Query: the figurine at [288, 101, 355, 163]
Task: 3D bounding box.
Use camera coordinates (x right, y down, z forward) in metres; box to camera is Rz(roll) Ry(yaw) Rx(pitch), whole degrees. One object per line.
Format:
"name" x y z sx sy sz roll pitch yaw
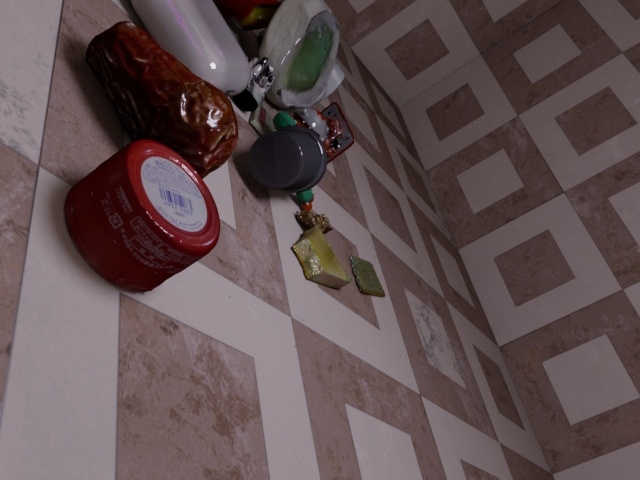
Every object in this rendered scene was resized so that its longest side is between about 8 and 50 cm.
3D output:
"figurine" -0.026 -0.387 2.149 0.226 0.160 0.184 1 59 -56

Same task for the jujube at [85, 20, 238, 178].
"jujube" -0.316 -0.280 1.247 0.342 0.216 0.216 45 21 -3

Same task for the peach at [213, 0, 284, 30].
"peach" -0.244 -0.883 2.117 0.281 0.281 0.339 27 37 -56

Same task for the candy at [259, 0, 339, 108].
"candy" -0.069 -0.640 2.145 0.186 0.387 0.427 24 10 21

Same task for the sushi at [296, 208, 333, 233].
"sushi" -0.016 -0.051 1.763 0.060 0.117 0.062 72 32 -70

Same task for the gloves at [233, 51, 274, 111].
"gloves" -0.212 -0.482 1.879 0.127 0.111 0.212 24 36 -18

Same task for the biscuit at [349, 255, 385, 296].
"biscuit" 0.148 0.115 2.014 0.203 0.016 0.144 21 43 -61

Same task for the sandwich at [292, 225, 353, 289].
"sandwich" 0.004 0.070 1.685 0.193 0.058 0.162 58 22 -10

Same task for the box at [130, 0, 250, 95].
"box" -0.329 -0.534 1.617 0.349 0.141 0.288 58 21 -3

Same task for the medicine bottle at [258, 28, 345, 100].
"medicine bottle" -0.066 -0.712 2.411 0.332 0.189 0.190 50 22 -24

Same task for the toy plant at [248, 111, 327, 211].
"toy plant" -0.076 -0.236 1.745 0.280 0.185 0.400 51 14 2

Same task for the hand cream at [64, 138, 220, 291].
"hand cream" -0.286 -0.042 1.029 0.230 0.149 0.230 46 27 -32

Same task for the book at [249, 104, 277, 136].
"book" -0.135 -0.318 1.944 0.232 0.022 0.162 48 21 -27
